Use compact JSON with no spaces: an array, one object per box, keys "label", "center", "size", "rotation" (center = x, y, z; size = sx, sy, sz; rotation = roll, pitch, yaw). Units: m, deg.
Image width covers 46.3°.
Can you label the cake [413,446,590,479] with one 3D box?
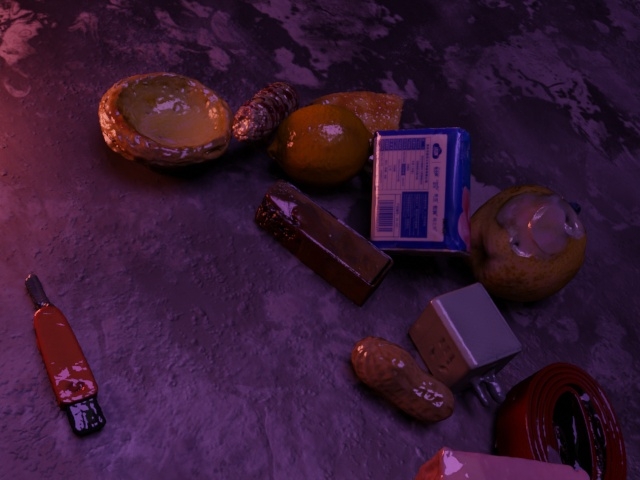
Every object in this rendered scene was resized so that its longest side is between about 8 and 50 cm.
[{"label":"cake","center":[0.261,0.516,1.156],"size":[0.293,0.314,0.307],"rotation":[14,53,-8]}]

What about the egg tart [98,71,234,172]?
[{"label":"egg tart","center":[-0.335,-0.243,1.626],"size":[0.293,0.123,0.294],"rotation":[11,49,-13]}]

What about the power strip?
[{"label":"power strip","center":[0.301,0.221,1.494],"size":[0.139,0.140,0.224],"rotation":[-14,60,-29]}]

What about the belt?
[{"label":"belt","center":[0.455,0.398,1.424],"size":[0.227,0.115,0.324],"rotation":[17,53,-13]}]

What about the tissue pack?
[{"label":"tissue pack","center":[0.219,-0.102,1.620],"size":[0.209,0.137,0.270],"rotation":[-1,84,17]}]

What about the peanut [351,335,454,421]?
[{"label":"peanut","center":[0.158,0.267,1.431],"size":[0.226,0.108,0.095],"rotation":[37,60,7]}]

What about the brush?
[{"label":"brush","center":[-0.455,0.190,1.302],"size":[0.070,0.051,0.323],"rotation":[-20,63,-28]}]

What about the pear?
[{"label":"pear","center":[0.445,0.009,1.657],"size":[0.271,0.271,0.271],"rotation":[10,52,-13]}]

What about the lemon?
[{"label":"lemon","center":[0.007,-0.211,1.677],"size":[0.256,0.188,0.188],"rotation":[-3,55,-6]}]

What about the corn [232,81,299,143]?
[{"label":"corn","center":[-0.126,-0.291,1.704],"size":[0.098,0.098,0.290],"rotation":[31,30,4]}]

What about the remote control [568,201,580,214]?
[{"label":"remote control","center":[0.596,-0.075,1.895],"size":[0.152,0.027,0.044],"rotation":[-10,63,-23]}]

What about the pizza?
[{"label":"pizza","center":[0.099,-0.247,1.820],"size":[0.279,0.075,0.288],"rotation":[-1,57,-16]}]

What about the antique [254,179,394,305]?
[{"label":"antique","center":[0.000,0.000,1.587],"size":[0.310,0.087,0.093],"rotation":[38,53,9]}]
